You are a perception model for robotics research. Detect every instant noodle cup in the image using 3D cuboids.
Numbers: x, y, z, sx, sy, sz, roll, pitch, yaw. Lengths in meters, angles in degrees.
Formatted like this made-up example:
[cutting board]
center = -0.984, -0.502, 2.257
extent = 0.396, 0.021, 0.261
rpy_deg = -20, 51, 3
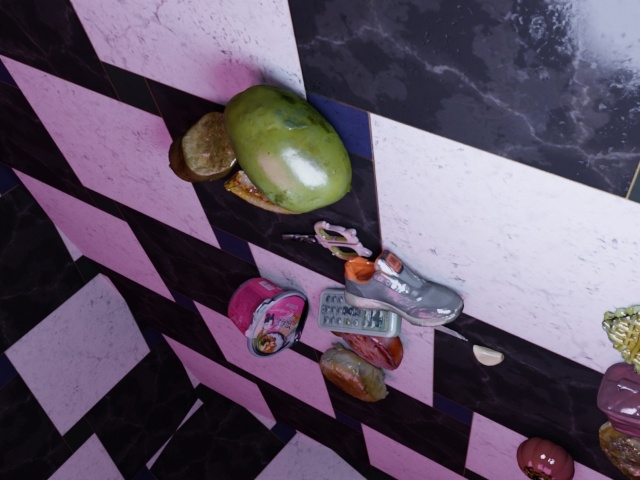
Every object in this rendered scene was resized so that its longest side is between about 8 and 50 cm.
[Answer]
[instant noodle cup]
center = -0.191, 0.237, 2.350
extent = 0.182, 0.258, 0.302
rpy_deg = 36, 159, 34

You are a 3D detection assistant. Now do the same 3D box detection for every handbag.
[handbag]
center = 0.731, 0.359, 1.544
extent = 0.225, 0.146, 0.135
rpy_deg = 6, 146, 49

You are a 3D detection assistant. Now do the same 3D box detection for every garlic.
[garlic]
center = 0.457, 0.313, 1.918
extent = 0.083, 0.041, 0.053
rpy_deg = 12, 135, 24

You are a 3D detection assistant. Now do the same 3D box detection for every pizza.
[pizza]
center = -0.147, -0.126, 1.842
extent = 0.271, 0.056, 0.134
rpy_deg = 24, 161, 19

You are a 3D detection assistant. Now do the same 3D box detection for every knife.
[knife]
center = 0.282, 0.227, 1.994
extent = 0.298, 0.017, 0.047
rpy_deg = 17, 151, 33

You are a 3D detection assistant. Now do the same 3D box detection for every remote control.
[remote control]
center = 0.114, 0.210, 2.056
extent = 0.066, 0.127, 0.335
rpy_deg = 13, 171, -37

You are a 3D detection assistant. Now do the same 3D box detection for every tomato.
[tomato]
center = 0.165, 0.311, 2.206
extent = 0.225, 0.085, 0.225
rpy_deg = 30, 158, 14

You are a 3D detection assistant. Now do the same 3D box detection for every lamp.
[lamp]
center = 0.697, 0.698, 2.193
extent = 0.182, 0.140, 0.182
rpy_deg = 30, 152, 18

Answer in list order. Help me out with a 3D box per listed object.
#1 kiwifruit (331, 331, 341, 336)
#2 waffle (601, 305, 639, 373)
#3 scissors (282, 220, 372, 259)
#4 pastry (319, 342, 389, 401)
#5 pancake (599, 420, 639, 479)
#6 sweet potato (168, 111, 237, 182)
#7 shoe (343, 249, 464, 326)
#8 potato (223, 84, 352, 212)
[kiwifruit]
center = 0.052, 0.264, 2.276
extent = 0.075, 0.075, 0.124
rpy_deg = 10, 149, 41
[waffle]
center = 0.685, 0.210, 1.441
extent = 0.208, 0.054, 0.214
rpy_deg = 46, 155, -17
[scissors]
center = 0.000, 0.000, 1.922
extent = 0.318, 0.024, 0.160
rpy_deg = 4, 142, 47
[pastry]
center = 0.117, 0.472, 2.514
extent = 0.236, 0.120, 0.257
rpy_deg = 10, 148, 48
[pancake]
center = 0.891, 0.562, 1.812
extent = 0.356, 0.065, 0.356
rpy_deg = 26, 155, 13
[sweet potato]
center = -0.293, -0.218, 1.755
extent = 0.158, 0.157, 0.370
rpy_deg = 42, 164, -16
[shoe]
center = 0.198, 0.100, 1.769
extent = 0.337, 0.132, 0.170
rpy_deg = 10, 132, 34
[potato]
center = -0.070, -0.188, 1.471
extent = 0.304, 0.215, 0.216
rpy_deg = 43, 154, -24
